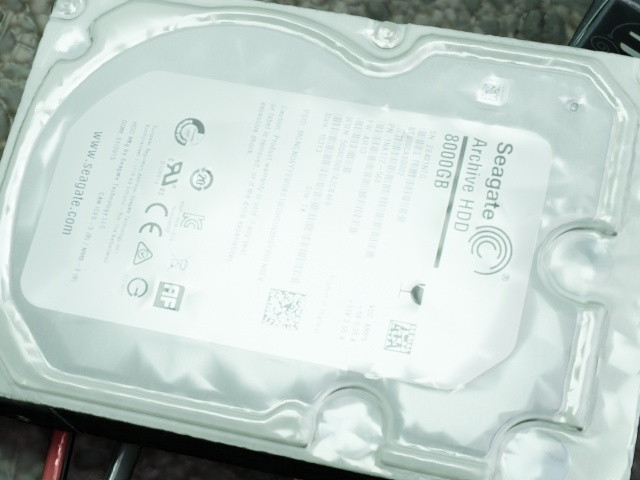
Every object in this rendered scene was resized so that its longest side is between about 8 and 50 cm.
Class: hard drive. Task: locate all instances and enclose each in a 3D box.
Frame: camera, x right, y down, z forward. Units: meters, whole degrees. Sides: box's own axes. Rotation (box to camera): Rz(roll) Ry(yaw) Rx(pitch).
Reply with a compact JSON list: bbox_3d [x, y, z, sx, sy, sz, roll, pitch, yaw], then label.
[{"bbox_3d":[0.000,0.000,0.709,0.339,0.064,0.237,11,72,10],"label":"hard drive"}]

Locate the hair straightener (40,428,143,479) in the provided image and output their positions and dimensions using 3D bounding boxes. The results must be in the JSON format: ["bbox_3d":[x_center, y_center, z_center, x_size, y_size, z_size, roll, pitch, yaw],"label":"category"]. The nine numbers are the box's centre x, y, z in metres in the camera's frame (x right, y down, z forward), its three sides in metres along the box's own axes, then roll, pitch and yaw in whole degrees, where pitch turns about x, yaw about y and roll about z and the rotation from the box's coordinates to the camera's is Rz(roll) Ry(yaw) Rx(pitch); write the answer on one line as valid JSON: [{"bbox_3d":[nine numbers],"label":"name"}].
[{"bbox_3d":[-0.110,0.169,0.723,0.089,0.047,0.230,13,68,-5],"label":"hair straightener"}]

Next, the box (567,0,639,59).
[{"bbox_3d":[0.296,-0.101,0.836,0.270,0.143,0.165,31,69,2],"label":"box"}]

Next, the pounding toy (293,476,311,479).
[{"bbox_3d":[0.026,0.061,0.767,0.206,0.094,0.181,10,71,11],"label":"pounding toy"}]
